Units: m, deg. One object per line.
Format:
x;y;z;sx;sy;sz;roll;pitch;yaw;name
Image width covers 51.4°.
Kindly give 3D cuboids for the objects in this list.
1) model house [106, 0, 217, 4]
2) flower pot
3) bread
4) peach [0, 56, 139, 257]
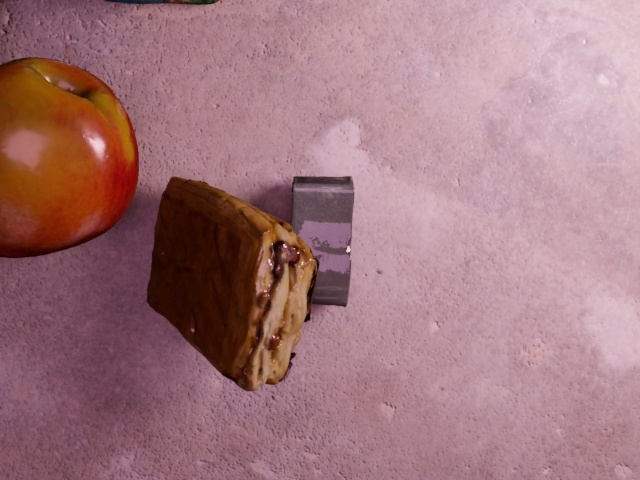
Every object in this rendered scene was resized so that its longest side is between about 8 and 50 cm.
-0.256;-0.518;0.980;0.245;0.280;0.312;4;101;-2;model house
0.000;0.000;1.165;0.108;0.103;0.229;3;101;-1;flower pot
-0.138;0.053;1.100;0.324;0.167;0.277;27;112;39;bread
-0.448;-0.118;1.047;0.308;0.308;0.332;34;108;-6;peach
